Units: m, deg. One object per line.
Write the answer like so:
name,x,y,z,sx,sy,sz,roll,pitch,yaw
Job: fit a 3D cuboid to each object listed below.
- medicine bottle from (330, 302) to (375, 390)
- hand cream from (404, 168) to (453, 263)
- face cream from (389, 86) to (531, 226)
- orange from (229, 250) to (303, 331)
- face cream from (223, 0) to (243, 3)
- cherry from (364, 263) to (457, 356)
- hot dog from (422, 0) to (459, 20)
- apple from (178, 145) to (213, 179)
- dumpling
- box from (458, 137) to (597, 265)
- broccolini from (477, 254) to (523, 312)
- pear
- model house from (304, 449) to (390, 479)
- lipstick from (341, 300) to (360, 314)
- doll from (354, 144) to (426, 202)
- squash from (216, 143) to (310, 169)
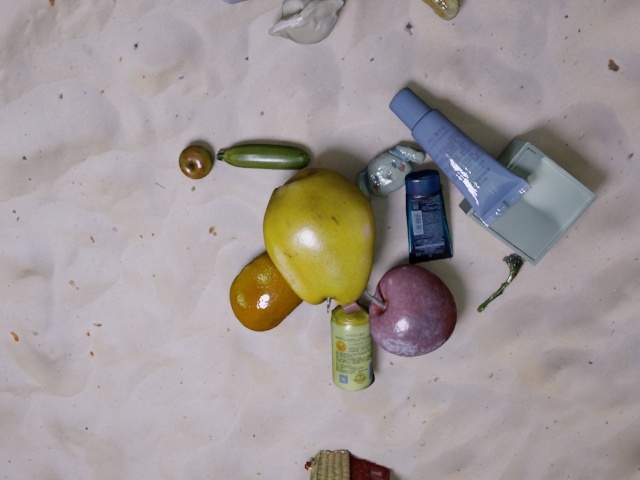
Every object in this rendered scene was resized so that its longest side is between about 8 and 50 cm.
medicine bottle,0.088,0.289,1.452,0.124,0.124,0.239,-2,104,4
hand cream,0.278,-0.053,1.358,0.120,0.061,0.271,-10,121,5
face cream,0.319,-0.218,1.260,0.135,0.086,0.385,-46,78,18
orange,-0.149,0.139,1.406,0.237,0.158,0.179,-44,82,15
face cream,-0.090,-0.658,1.200,0.336,0.080,0.163,-11,149,7
cherry,0.232,0.184,1.354,0.285,0.213,0.236,24,96,-23
hot dog,0.238,-0.619,1.214,0.242,0.084,0.073,39,105,-5
apple,-0.327,-0.205,1.367,0.089,0.074,0.090,1,107,5
dumpling,-0.031,-0.531,1.232,0.198,0.136,0.119,-26,95,-1
box,0.516,-0.099,1.318,0.225,0.117,0.225,36,105,-7
broccolini,0.496,0.123,1.420,0.052,0.054,0.194,19,108,-21
pear,0.006,-0.008,1.283,0.284,0.285,0.337,-35,72,12
model house,0.066,0.746,1.537,0.253,0.196,0.160,21,107,-1
lipstick,0.061,0.124,1.400,0.045,0.146,0.045,-25,146,9
doll,0.172,-0.173,1.346,0.214,0.071,0.104,-35,92,13
squash,-0.152,-0.218,1.356,0.251,0.066,0.066,2,105,3
